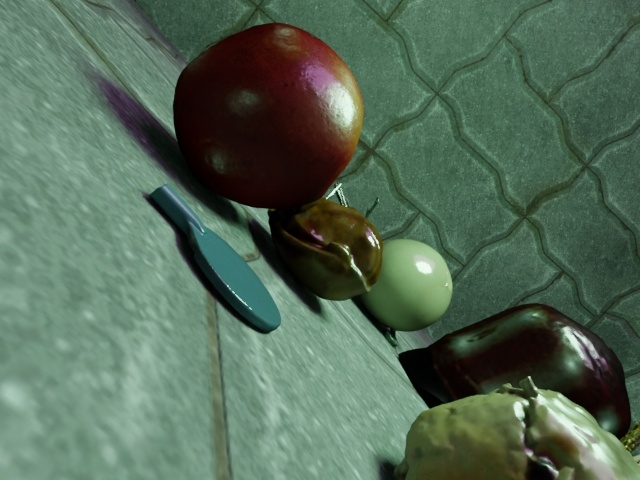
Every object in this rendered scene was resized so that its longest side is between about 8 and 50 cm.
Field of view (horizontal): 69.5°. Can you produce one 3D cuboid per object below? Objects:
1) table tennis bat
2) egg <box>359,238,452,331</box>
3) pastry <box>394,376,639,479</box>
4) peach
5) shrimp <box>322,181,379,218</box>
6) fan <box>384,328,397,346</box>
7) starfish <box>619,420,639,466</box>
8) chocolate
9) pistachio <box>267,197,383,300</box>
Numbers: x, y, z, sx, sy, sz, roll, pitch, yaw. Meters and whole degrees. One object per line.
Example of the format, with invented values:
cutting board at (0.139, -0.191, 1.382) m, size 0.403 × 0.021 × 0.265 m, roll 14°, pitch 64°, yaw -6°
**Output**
table tennis bat at (-0.086, 0.015, 0.393) m, size 0.155 × 0.019 × 0.100 m, roll 50°, pitch 5°, yaw -8°
egg at (0.199, 0.105, 1.096) m, size 0.219 × 0.219 × 0.269 m, roll 52°, pitch 6°, yaw 28°
pastry at (0.203, 0.240, 0.376) m, size 0.237 × 0.170 × 0.256 m, roll 39°, pitch 16°, yaw -51°
peach at (-0.065, -0.157, 0.586) m, size 0.243 × 0.243 × 0.199 m, roll 48°, pitch -4°, yaw -18°
shrimp at (0.030, -0.039, 0.942) m, size 0.372 × 0.172 × 0.137 m, roll -102°, pitch -173°, yaw -50°
fan at (0.173, 0.228, 1.111) m, size 0.038 × 0.016 × 0.193 m, roll 53°, pitch 6°, yaw 10°
starfish at (0.472, 0.442, 0.755) m, size 0.132 × 0.384 × 0.398 m, roll 27°, pitch -31°, yaw 57°
chocolate at (0.407, 0.289, 0.930) m, size 0.383 × 0.331 × 0.383 m, roll 47°, pitch 6°, yaw -7°
pistachio at (0.000, 0.000, 0.662) m, size 0.210 × 0.130 × 0.165 m, roll 38°, pitch 4°, yaw 37°
